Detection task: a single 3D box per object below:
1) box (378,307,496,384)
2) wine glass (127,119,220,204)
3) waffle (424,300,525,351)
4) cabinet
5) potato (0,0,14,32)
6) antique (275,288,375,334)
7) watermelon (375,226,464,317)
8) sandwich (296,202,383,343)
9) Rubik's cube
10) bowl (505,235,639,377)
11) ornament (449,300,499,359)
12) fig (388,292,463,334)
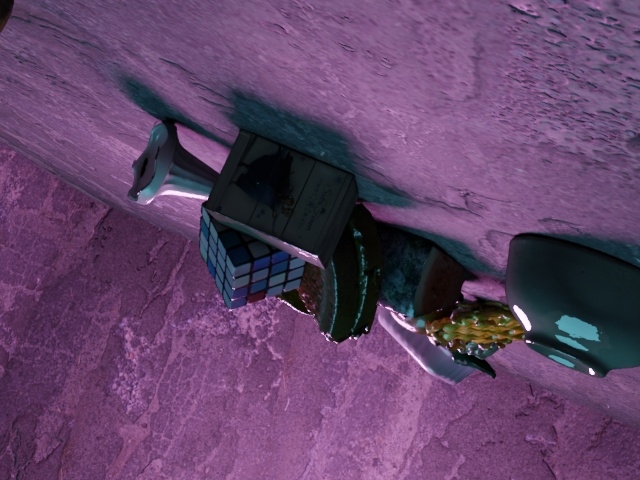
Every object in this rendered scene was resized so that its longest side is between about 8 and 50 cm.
[{"bbox_3d":[0.272,0.249,2.571,0.336,0.106,0.264,45,-172,39],"label":"box"},{"bbox_3d":[-0.245,-0.116,1.892,0.196,0.165,0.165,23,174,-25],"label":"wine glass"},{"bbox_3d":[0.354,0.179,2.050,0.280,0.060,0.262,-8,159,7],"label":"waffle"},{"bbox_3d":[-0.062,-0.067,1.679,0.206,0.145,0.150,23,173,9],"label":"cabinet"},{"bbox_3d":[-0.561,-0.341,1.383,0.255,0.270,0.112,-4,170,1],"label":"potato"},{"bbox_3d":[0.010,0.117,2.101,0.220,0.081,0.080,17,-165,4],"label":"antique"},{"bbox_3d":[0.163,0.073,2.015,0.226,0.148,0.318,18,176,-14],"label":"watermelon"},{"bbox_3d":[0.018,0.047,1.863,0.212,0.109,0.292,48,144,23],"label":"sandwich"},{"bbox_3d":[-0.124,0.009,1.832,0.154,0.151,0.155,59,155,28],"label":"Rubik's cube"},{"bbox_3d":[0.395,0.116,1.519,0.289,0.146,0.289,24,173,3],"label":"bowl"},{"bbox_3d":[0.379,0.214,2.396,0.120,0.130,0.285,39,-174,19],"label":"ornament"},{"bbox_3d":[0.248,0.110,2.201,0.151,0.152,0.259,20,-156,28],"label":"fig"}]
